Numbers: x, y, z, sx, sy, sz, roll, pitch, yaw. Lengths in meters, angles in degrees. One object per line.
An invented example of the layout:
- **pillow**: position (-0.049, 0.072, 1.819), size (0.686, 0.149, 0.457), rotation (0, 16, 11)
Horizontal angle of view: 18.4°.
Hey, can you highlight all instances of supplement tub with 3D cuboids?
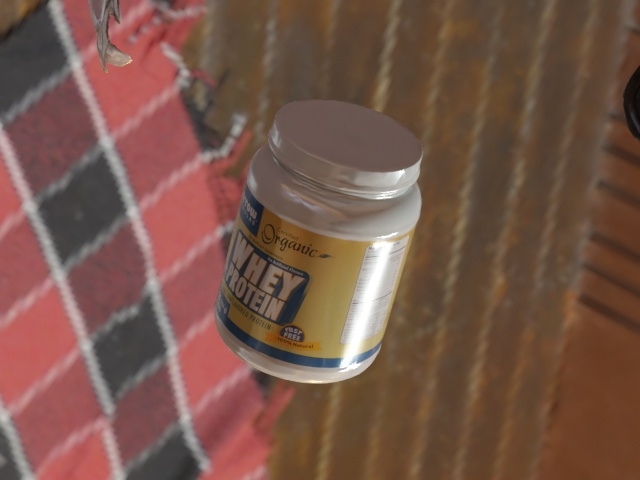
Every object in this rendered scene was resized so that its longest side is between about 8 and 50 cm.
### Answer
- **supplement tub**: position (0.000, 0.000, 1.608), size (0.144, 0.144, 0.200), rotation (-17, 131, -45)

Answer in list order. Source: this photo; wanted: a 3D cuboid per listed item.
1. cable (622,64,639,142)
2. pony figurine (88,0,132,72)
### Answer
- **cable**: position (0.312, -0.075, 1.059), size (0.072, 0.287, 0.139), rotation (-9, 83, -59)
- **pony figurine**: position (-0.129, -0.347, 1.465), size (0.363, 0.351, 0.303), rotation (-12, 153, 0)
